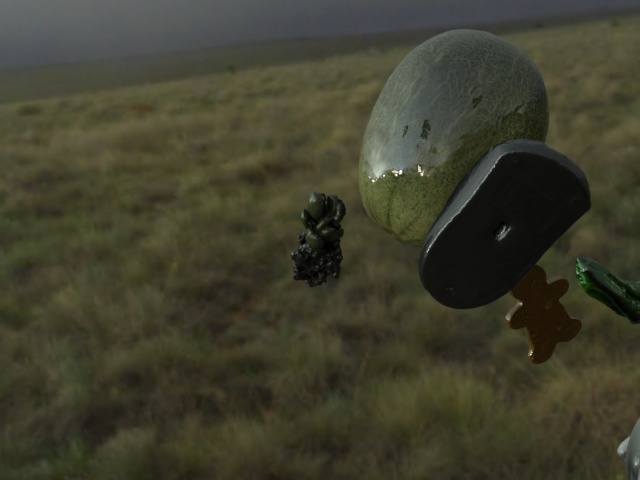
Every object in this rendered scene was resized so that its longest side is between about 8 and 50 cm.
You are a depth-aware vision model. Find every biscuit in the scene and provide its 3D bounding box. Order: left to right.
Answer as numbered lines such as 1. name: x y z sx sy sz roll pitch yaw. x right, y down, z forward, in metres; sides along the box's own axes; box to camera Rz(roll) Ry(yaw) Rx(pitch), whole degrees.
1. biscuit: 0.389 0.117 1.906 0.138 0.205 0.031 -38 31 -8

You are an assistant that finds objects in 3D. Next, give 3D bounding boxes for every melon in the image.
1. melon: 0.189 -0.145 1.543 0.249 0.329 0.248 30 2 -1

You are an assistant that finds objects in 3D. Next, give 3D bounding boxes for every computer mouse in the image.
1. computer mouse: 0.224 -0.026 1.336 0.138 0.269 0.086 30 37 -9

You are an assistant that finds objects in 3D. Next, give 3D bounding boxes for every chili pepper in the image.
1. chili pepper: 0.341 0.051 1.135 0.182 0.073 0.050 -2 6 -36

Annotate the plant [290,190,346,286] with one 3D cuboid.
1. plant: 0.000 0.000 1.521 0.085 0.174 0.087 -11 48 -21

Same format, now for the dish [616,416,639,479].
1. dish: 0.390 0.267 1.126 0.086 0.228 0.236 -10 41 -35
